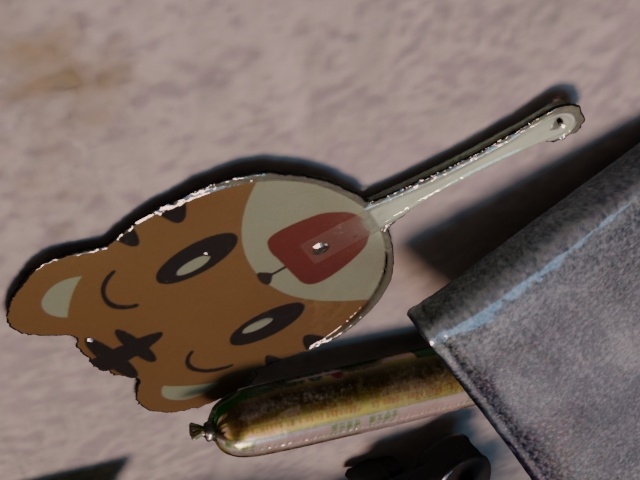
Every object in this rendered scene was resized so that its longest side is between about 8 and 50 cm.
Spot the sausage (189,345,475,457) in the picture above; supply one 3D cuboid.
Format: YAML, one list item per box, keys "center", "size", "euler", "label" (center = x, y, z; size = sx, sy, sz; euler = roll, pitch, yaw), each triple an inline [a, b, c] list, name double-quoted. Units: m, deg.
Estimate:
- center: [0.066, 0.061, 0.678]
  size: [0.269, 0.033, 0.033]
  euler: [-11, 145, -22]
  label: "sausage"

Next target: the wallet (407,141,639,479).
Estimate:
- center: [0.147, 0.047, 0.665]
  size: [0.167, 0.036, 0.222]
  euler: [-37, 134, 3]
  label: "wallet"

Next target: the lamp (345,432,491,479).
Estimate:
- center: [0.028, 0.189, 0.769]
  size: [0.227, 0.147, 0.172]
  euler: [-18, 124, -24]
  label: "lamp"

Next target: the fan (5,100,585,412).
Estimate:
- center: [0.000, 0.000, 0.577]
  size: [0.227, 0.008, 0.152]
  euler: [-29, 147, 8]
  label: "fan"
